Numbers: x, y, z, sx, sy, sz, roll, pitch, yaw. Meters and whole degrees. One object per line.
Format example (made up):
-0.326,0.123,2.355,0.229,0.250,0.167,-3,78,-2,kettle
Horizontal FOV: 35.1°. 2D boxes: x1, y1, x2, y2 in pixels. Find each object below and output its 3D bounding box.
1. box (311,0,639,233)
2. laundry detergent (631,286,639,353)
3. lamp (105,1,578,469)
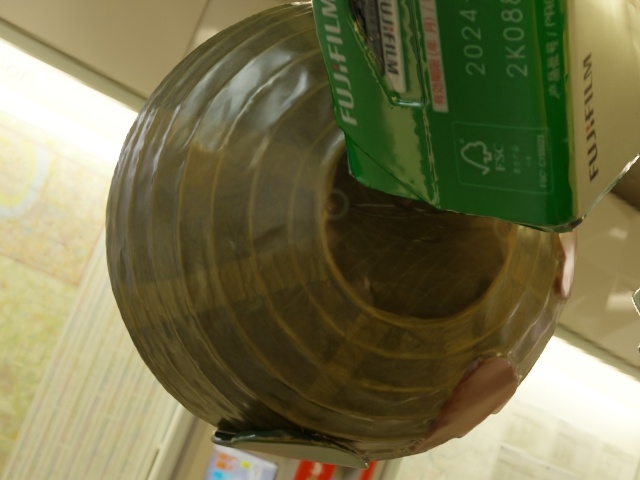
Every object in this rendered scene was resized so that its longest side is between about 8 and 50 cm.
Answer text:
0.100,-0.134,0.397,0.103,0.250,0.180,15,-49,37,box
0.382,0.021,0.915,0.105,0.215,0.280,48,-35,25,laundry detergent
0.000,0.000,0.563,0.250,0.250,0.284,25,-11,-17,lamp
